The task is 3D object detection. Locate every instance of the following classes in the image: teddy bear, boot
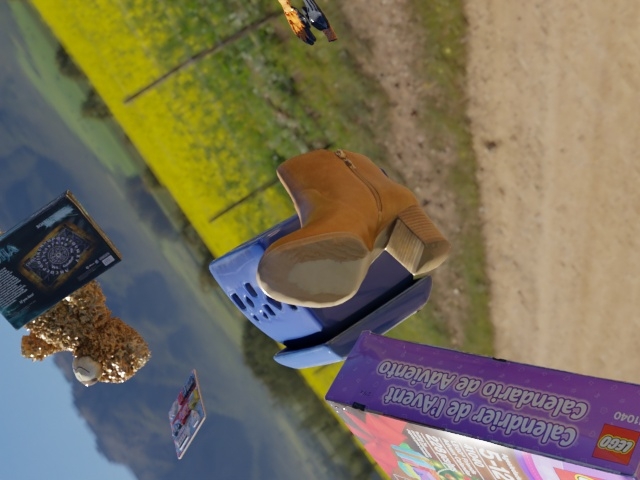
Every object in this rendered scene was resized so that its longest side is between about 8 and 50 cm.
[{"bbox_3d":[-0.436,0.121,1.777,0.338,0.245,0.113,60,-150,-23],"label":"teddy bear"},{"bbox_3d":[-0.003,-0.027,1.317,0.211,0.295,0.104,45,129,36],"label":"boot"}]

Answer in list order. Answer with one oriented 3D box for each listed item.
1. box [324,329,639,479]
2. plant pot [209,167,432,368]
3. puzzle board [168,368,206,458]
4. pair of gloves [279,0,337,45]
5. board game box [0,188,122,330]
[{"bbox_3d":[0.153,0.176,0.683,0.201,0.057,0.293,6,145,41],"label":"box"},{"bbox_3d":[0.009,0.055,1.590,0.212,0.236,0.236,61,153,-4],"label":"plant pot"},{"bbox_3d":[-0.228,0.293,1.833,0.128,0.011,0.096,-59,36,38],"label":"puzzle board"},{"bbox_3d":[-0.018,-0.273,1.338,0.074,0.010,0.083,56,157,-21],"label":"pair of gloves"},{"bbox_3d":[-0.393,0.029,1.532,0.126,0.186,0.026,55,-176,-23],"label":"board game box"}]
